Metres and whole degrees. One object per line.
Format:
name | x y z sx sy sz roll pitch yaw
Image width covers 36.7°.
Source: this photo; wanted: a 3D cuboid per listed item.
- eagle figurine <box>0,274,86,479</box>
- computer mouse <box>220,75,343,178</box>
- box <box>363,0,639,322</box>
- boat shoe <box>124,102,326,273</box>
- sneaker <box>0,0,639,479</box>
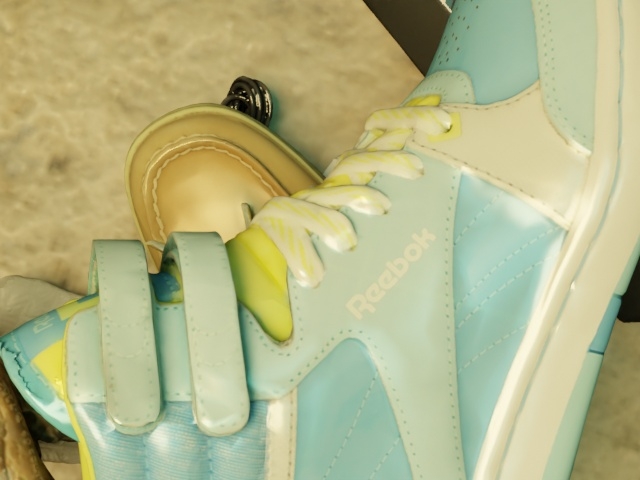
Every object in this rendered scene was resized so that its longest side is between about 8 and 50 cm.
eagle figurine | -0.247 0.111 0.433 0.298 0.225 0.226 -23 43 22
computer mouse | 0.031 -0.015 0.517 0.193 0.042 0.106 14 84 -4
box | 0.163 -0.112 0.510 0.184 0.103 0.261 -39 91 -4
boat shoe | 0.000 0.062 0.462 0.104 0.089 0.285 -32 99 8
sneaker | 0.000 0.000 0.366 0.208 0.127 0.319 16 83 -14
